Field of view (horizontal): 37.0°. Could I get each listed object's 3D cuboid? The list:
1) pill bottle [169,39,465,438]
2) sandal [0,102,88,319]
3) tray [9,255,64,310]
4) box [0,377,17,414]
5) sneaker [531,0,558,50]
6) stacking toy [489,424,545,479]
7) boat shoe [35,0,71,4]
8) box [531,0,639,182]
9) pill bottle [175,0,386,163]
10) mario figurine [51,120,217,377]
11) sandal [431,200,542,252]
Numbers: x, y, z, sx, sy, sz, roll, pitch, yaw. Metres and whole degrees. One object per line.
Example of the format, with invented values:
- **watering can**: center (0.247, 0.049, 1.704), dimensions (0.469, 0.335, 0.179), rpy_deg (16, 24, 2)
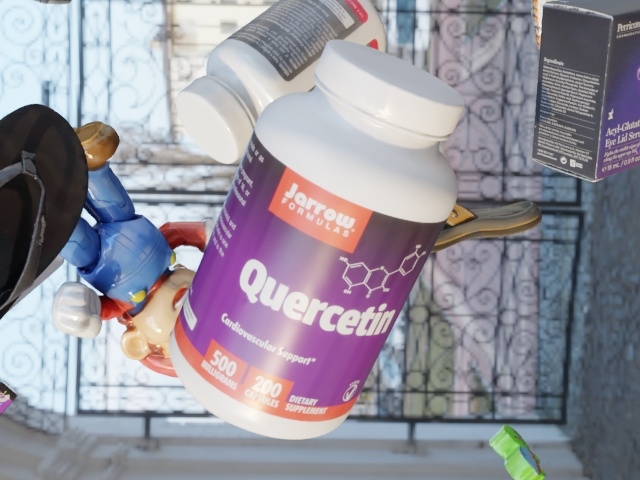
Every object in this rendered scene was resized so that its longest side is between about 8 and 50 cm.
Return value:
- **pill bottle**: center (0.000, 0.000, 0.831), dimensions (0.181, 0.181, 0.323), rpy_deg (-92, 24, -67)
- **sandal**: center (-0.246, 0.010, 0.712), dimensions (0.054, 0.097, 0.254), rpy_deg (-16, 46, 58)
- **tray**: center (-0.395, -0.029, 1.082), dimensions (0.145, 0.030, 0.270), rpy_deg (-47, -39, -31)
- **box**: center (-0.409, 0.226, 1.079), dimensions (0.162, 0.029, 0.116), rpy_deg (-49, 12, -17)
- **sneaker**: center (0.436, -0.340, 1.650), dimensions (0.099, 0.121, 0.262), rpy_deg (-74, -29, -66)
- **stacking toy**: center (0.091, 0.239, 0.635), dimensions (0.167, 0.052, 0.221), rpy_deg (-49, 18, 20)
- **boat shoe**: center (-0.419, -0.384, 1.350), dimensions (0.083, 0.183, 0.065), rpy_deg (-52, 49, 34)
- **box**: center (0.358, -0.197, 1.189), dimensions (0.108, 0.153, 0.207), rpy_deg (29, 130, 48)
- **pill bottle**: center (-0.062, -0.260, 1.470), dimensions (0.318, 0.176, 0.176), rpy_deg (-42, -23, -26)
- **mario figurine**: center (-0.172, 0.030, 1.007), dimensions (0.320, 0.198, 0.170), rpy_deg (56, -178, -37)
- **sandal**: center (0.143, -0.028, 1.079), dimensions (0.090, 0.219, 0.060), rpy_deg (-121, 22, -75)
